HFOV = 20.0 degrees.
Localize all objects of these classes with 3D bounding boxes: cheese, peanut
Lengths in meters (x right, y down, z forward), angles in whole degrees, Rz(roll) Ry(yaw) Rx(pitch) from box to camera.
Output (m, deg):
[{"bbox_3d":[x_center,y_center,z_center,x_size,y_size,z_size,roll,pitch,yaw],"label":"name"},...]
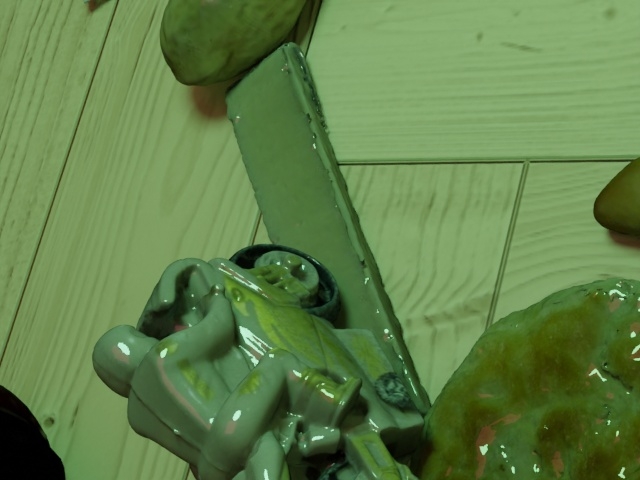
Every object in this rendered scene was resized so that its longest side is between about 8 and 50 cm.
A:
[{"bbox_3d":[-0.002,0.000,1.483,0.085,0.034,0.400,-31,51,17],"label":"cheese"},{"bbox_3d":[-0.056,-0.258,1.610,0.125,0.111,0.274,27,82,46],"label":"peanut"}]

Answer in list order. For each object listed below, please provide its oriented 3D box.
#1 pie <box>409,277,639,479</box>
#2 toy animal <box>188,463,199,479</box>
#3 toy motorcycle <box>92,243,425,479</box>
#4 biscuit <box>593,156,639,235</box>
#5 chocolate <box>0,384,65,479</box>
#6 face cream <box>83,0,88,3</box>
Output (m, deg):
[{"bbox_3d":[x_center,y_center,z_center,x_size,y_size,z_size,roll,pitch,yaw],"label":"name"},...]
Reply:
[{"bbox_3d":[0.179,0.184,1.215,0.338,0.075,0.337,-17,60,32],"label":"pie"},{"bbox_3d":[-0.051,0.155,1.385,0.124,0.124,0.212,-4,57,34],"label":"toy animal"},{"bbox_3d":[-0.046,0.108,1.286,0.340,0.223,0.107,61,139,46],"label":"toy motorcycle"},{"bbox_3d":[0.304,-0.018,1.268,0.164,0.047,0.208,-43,49,6],"label":"biscuit"},{"bbox_3d":[-0.384,0.236,1.508,0.340,0.225,0.210,-47,41,0],"label":"chocolate"},{"bbox_3d":[-0.228,-0.349,1.823,0.092,0.058,0.243,-28,58,13],"label":"face cream"}]
